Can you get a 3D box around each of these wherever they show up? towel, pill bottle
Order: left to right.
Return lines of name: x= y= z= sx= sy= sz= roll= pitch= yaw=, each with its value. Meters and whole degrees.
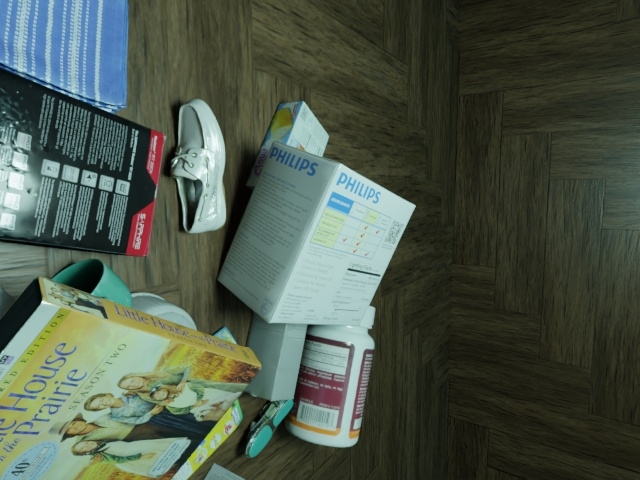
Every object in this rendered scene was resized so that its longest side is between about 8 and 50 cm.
towel: x=-0.436 y=-0.351 z=0.596 sx=0.336 sy=0.040 sz=0.244 roll=12 pitch=73 yaw=-56
pill bottle: x=0.038 y=0.377 z=1.239 sx=0.224 sy=0.223 sz=0.393 roll=27 pitch=72 yaw=-54

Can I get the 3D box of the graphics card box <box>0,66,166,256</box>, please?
graphics card box: x=-0.428 y=-0.109 z=0.617 sx=0.370 sy=0.094 sz=0.233 roll=13 pitch=83 yaw=-57

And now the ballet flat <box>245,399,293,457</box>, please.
ballet flat: x=-0.150 y=0.495 z=1.118 sx=0.188 sy=0.070 sz=0.070 roll=-40 pitch=126 yaw=-42

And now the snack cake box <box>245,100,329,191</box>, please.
snack cake box: x=-0.081 y=-0.220 z=1.120 sx=0.152 sy=0.089 sz=0.265 roll=44 pitch=58 yaw=-51

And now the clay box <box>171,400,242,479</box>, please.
clay box: x=-0.277 y=0.425 z=0.930 sx=0.222 sy=0.053 sz=0.128 roll=-35 pitch=120 yaw=-50

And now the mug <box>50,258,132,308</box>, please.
mug: x=-0.373 y=0.115 z=0.667 sx=0.129 sy=0.158 sz=0.097 roll=-32 pitch=130 yaw=-9

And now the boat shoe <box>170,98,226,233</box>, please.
boat shoe: x=-0.260 y=-0.148 z=0.856 sx=0.096 sy=0.098 sz=0.277 roll=-25 pitch=115 yaw=-53

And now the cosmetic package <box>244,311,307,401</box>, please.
cosmetic package: x=-0.121 y=0.284 z=1.083 sx=0.107 sy=0.127 sz=0.238 roll=20 pitch=79 yaw=-54

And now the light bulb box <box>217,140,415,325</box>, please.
light bulb box: x=0.000 y=0.000 z=1.026 sx=0.357 sy=0.225 sz=0.361 roll=16 pitch=100 yaw=-51

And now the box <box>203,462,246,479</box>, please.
box: x=-0.228 y=0.619 z=0.960 sx=0.137 sy=0.126 sz=0.072 roll=-56 pitch=137 yaw=-36

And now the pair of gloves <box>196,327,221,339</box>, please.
pair of gloves: x=-0.268 y=0.243 z=0.935 sx=0.083 sy=0.010 sz=0.074 roll=33 pitch=52 yaw=-30

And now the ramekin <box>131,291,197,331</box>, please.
ramekin: x=-0.329 y=0.206 z=0.781 sx=0.207 sy=0.108 sz=0.207 roll=-8 pitch=99 yaw=-55

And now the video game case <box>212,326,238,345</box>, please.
video game case: x=-0.247 y=0.292 z=0.949 sx=0.166 sy=0.015 sz=0.119 roll=-36 pitch=95 yaw=-48

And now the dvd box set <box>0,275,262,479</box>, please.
dvd box set: x=-0.322 y=0.256 z=0.645 sx=0.308 sy=0.062 sz=0.420 roll=-50 pitch=140 yaw=-1

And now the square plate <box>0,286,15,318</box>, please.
square plate: x=-0.551 y=0.070 z=0.381 sx=0.344 sy=0.049 sz=0.347 roll=-42 pitch=125 yaw=-29
